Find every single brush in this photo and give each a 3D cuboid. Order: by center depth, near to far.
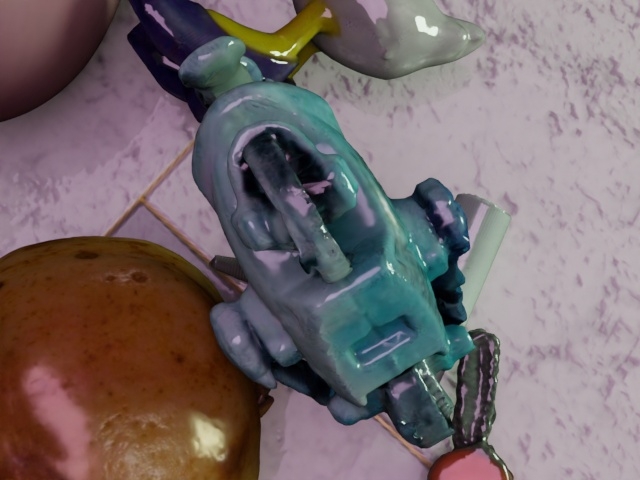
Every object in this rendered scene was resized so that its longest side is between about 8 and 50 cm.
[{"bbox_3d":[0.098,0.219,0.866,0.070,0.051,0.323,4,87,9],"label":"brush"}]

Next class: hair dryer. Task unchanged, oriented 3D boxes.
[{"bbox_3d":[0.016,0.016,0.894,0.183,0.044,0.154,25,83,7],"label":"hair dryer"}]

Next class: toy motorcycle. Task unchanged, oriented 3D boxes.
[{"bbox_3d":[0.000,0.000,0.758,0.154,0.260,0.206,-30,46,2],"label":"toy motorcycle"}]

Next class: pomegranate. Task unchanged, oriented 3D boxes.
[{"bbox_3d":[-0.126,0.105,0.802,0.215,0.215,0.215,0,84,2],"label":"pomegranate"}]

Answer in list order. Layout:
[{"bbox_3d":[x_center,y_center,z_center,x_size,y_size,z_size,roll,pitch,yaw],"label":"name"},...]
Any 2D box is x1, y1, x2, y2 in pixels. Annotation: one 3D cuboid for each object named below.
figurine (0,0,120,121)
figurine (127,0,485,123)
[{"bbox_3d":[-0.216,-0.176,0.828,0.261,0.270,0.211,1,89,11],"label":"figurine"},{"bbox_3d":[0.056,-0.224,0.862,0.193,0.154,0.421,36,88,0],"label":"figurine"}]
